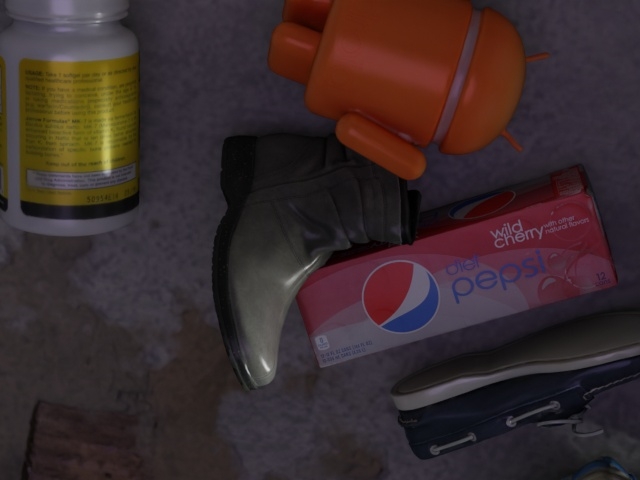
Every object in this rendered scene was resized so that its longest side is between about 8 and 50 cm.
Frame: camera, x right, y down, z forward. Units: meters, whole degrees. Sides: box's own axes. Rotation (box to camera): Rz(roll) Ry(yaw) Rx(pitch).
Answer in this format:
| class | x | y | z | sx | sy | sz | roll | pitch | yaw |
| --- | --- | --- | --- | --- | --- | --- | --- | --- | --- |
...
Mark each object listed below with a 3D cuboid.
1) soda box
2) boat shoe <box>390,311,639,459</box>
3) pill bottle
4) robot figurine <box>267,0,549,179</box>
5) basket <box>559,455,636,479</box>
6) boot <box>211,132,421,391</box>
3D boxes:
| class | x | y | z | sx | sy | sz | roll | pitch | yaw |
| --- | --- | --- | --- | --- | --- | --- | --- | --- | --- |
| soda box | 0.112 | 0.023 | 1.425 | 0.263 | 0.083 | 0.092 | -17 | 105 | 10 |
| boat shoe | 0.188 | 0.129 | 1.445 | 0.255 | 0.095 | 0.079 | -18 | 103 | 11 |
| pill bottle | -0.208 | -0.118 | 1.388 | 0.119 | 0.119 | 0.208 | 3 | 107 | 3 |
| robot figurine | 0.069 | -0.141 | 1.355 | 0.219 | 0.158 | 0.128 | 17 | 124 | -1 |
| basket | 0.246 | 0.325 | 1.398 | 0.201 | 0.289 | 0.255 | -37 | 104 | 22 |
| boot | 0.000 | 0.000 | 1.360 | 0.161 | 0.246 | 0.083 | -6 | 146 | 10 |
